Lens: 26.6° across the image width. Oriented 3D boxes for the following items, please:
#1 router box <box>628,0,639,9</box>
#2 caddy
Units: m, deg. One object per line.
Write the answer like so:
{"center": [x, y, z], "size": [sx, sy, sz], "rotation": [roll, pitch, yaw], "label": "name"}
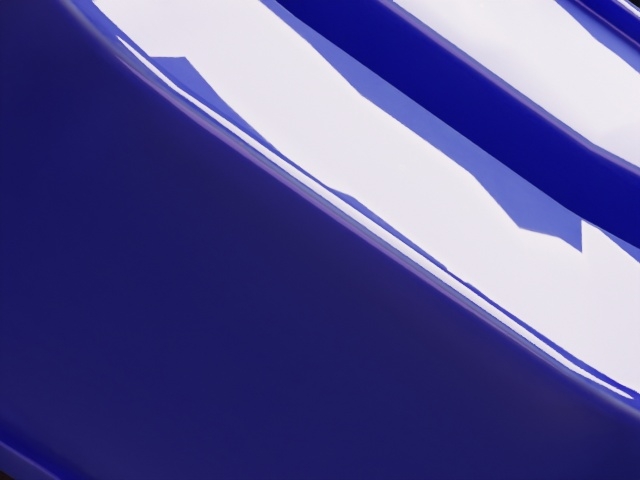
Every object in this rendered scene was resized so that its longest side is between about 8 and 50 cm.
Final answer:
{"center": [0.266, -0.098, 0.631], "size": [0.243, 0.081, 0.309], "rotation": [-11, 70, -33], "label": "router box"}
{"center": [0.000, 0.000, 0.446], "size": [0.341, 0.179, 0.241], "rotation": [35, 35, -4], "label": "caddy"}
